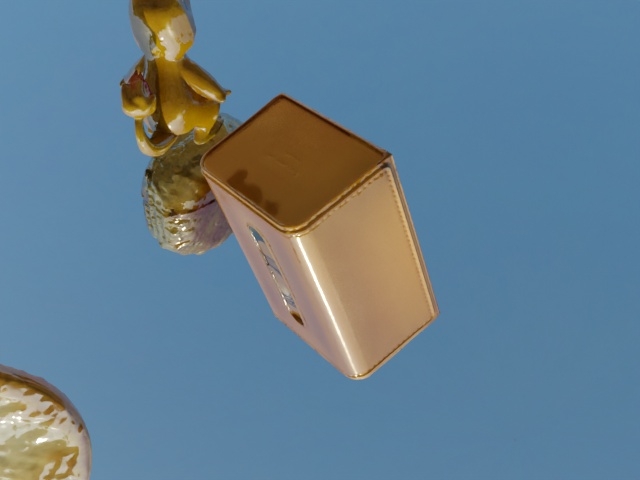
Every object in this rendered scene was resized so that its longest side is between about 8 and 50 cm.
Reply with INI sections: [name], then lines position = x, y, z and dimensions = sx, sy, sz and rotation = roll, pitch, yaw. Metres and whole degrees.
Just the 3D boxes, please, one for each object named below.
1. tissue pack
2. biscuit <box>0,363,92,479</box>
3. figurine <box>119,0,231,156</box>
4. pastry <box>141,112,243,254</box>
[tissue pack]
position = 0.000, 0.000, 1.071
dimensions = 0.145, 0.275, 0.194
rotation = -38, -134, -16
[biscuit]
position = -0.362, 0.243, 1.046
dimensions = 0.204, 0.309, 0.040
rotation = -10, -144, -13
[figurine]
position = -0.160, -0.165, 0.916
dimensions = 0.121, 0.176, 0.122
rotation = 11, -142, 16
[pastry]
position = -0.148, -0.073, 1.227
dimensions = 0.093, 0.193, 0.182
rotation = 33, -125, 25
